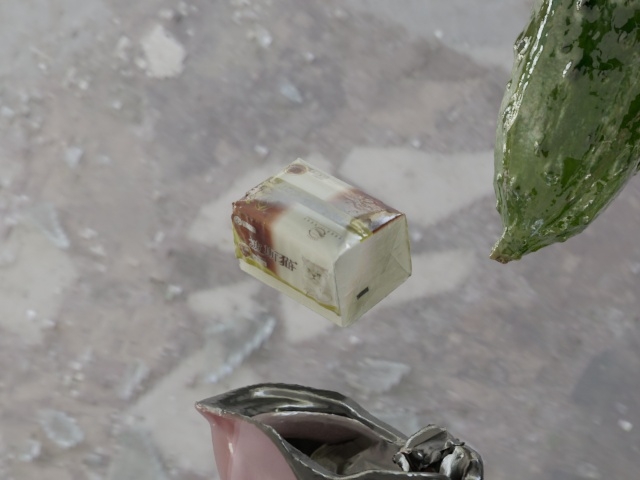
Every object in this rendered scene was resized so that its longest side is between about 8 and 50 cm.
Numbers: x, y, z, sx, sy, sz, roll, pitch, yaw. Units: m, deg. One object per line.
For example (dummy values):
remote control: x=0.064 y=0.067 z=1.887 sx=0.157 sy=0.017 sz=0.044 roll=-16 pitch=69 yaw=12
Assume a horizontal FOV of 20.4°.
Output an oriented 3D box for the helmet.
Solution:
helmet: x=0.015 y=0.219 z=1.540 sx=0.253 sy=0.198 sz=0.154 roll=6 pitch=96 yaw=22

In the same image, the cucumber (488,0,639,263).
cucumber: x=0.180 y=-0.093 z=1.219 sx=0.134 sy=0.134 sz=0.244 roll=27 pitch=93 yaw=28

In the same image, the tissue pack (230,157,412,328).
tissue pack: x=0.000 y=-0.001 z=1.765 sx=0.148 sy=0.099 sz=0.106 roll=28 pitch=51 yaw=36
